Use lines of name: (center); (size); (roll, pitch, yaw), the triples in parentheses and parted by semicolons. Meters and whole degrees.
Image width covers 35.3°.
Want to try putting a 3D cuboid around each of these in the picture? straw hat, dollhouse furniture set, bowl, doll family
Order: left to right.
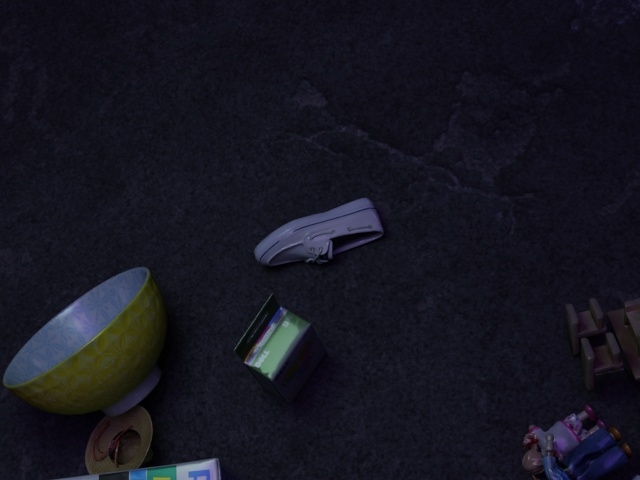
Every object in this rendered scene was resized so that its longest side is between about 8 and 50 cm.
bowl: (-0.351, 0.192, 1.637); (0.289, 0.289, 0.156); (-37, 108, -8)
straw hat: (-0.308, 0.338, 1.632); (0.145, 0.061, 0.144); (-20, 50, 26)
doll family: (0.395, 0.362, 1.470); (0.163, 0.118, 0.263); (-34, 65, -6)
dollhouse furniture set: (0.513, 0.205, 1.537); (0.212, 0.161, 0.242); (-13, 42, 3)

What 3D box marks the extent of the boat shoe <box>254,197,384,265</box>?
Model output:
boat shoe: (0.000, 0.000, 1.720); (0.226, 0.083, 0.075); (-25, 63, -3)

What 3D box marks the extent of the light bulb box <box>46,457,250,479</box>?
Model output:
light bulb box: (-0.264, 0.462, 1.406); (0.361, 0.358, 0.225); (-9, 67, 7)

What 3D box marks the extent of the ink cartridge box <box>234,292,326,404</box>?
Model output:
ink cartridge box: (-0.060, 0.175, 1.582); (0.062, 0.209, 0.109); (29, 74, 21)
